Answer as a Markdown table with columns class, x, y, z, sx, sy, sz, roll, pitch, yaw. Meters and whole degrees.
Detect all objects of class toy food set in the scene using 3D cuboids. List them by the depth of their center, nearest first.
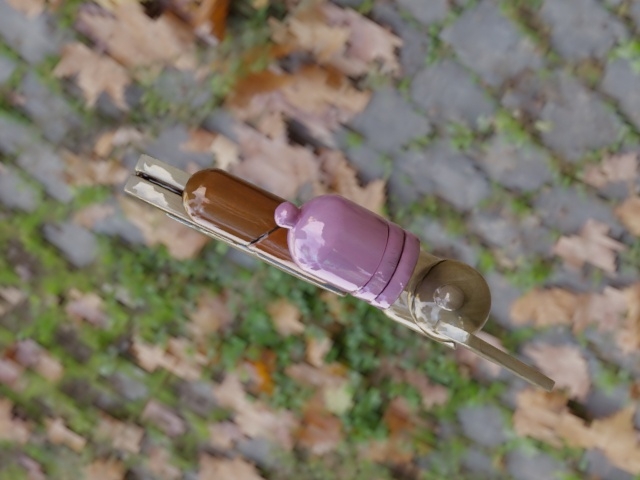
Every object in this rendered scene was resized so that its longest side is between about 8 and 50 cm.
| class | x | y | z | sx | sy | sz | roll | pitch | yaw |
| --- | --- | --- | --- | --- | --- | --- | --- | --- | --- |
| toy food set | 0.000 | 0.000 | 0.433 | 0.122 | 0.019 | 0.078 | 24 | 177 | 31 |
